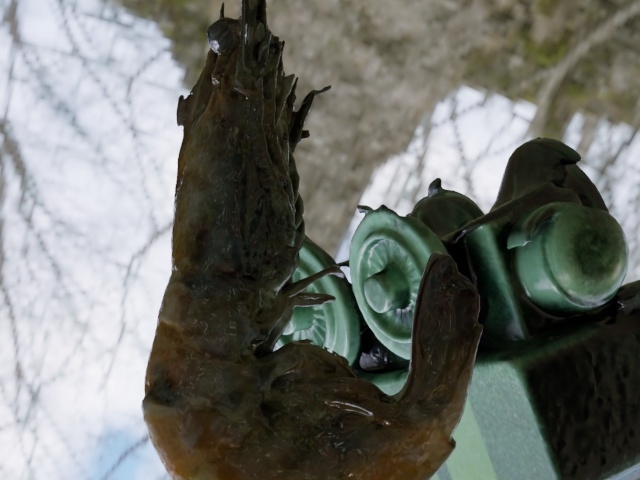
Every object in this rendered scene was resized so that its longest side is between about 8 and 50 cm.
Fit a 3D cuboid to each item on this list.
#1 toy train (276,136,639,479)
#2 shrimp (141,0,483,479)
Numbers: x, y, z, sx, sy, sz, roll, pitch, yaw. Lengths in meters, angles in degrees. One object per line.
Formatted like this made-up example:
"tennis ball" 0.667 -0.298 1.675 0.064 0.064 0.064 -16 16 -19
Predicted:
"toy train" 0.089 0.074 1.228 0.167 0.299 0.238 -21 -89 -30
"shrimp" 0.000 0.000 0.996 0.169 0.058 0.296 2 -102 7
